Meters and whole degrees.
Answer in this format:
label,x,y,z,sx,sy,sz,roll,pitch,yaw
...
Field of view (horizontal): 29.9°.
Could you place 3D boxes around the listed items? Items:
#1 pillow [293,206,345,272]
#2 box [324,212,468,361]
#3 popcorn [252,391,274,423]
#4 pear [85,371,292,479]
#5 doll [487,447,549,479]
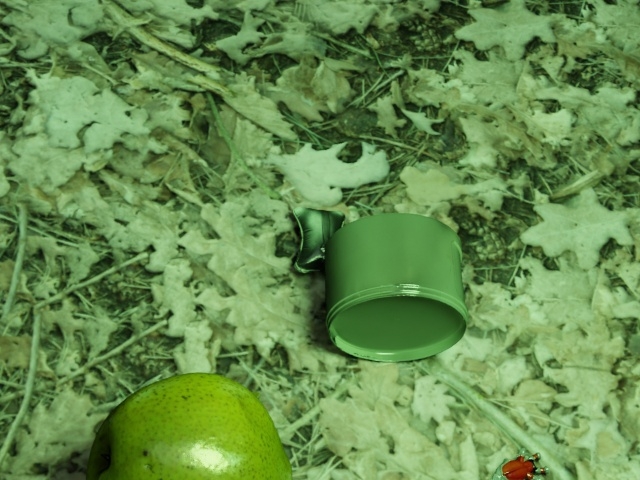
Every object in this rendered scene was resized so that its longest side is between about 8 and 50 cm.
label,x,y,z,sx,sy,sz,roll,pitch,yaw
pillow,0.000,0.001,2.057,0.091,0.055,0.135,-10,54,7
box,0.120,0.080,1.917,0.226,0.226,0.149,3,57,-6
popcorn,-0.126,0.278,1.837,0.109,0.089,0.097,35,70,11
pear,-0.188,0.327,1.677,0.294,0.294,0.294,4,56,-6
doll,0.303,0.361,1.870,0.114,0.039,0.057,-13,88,-28
